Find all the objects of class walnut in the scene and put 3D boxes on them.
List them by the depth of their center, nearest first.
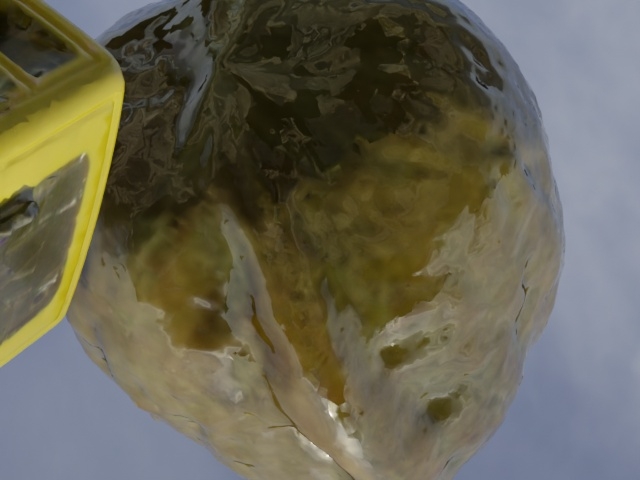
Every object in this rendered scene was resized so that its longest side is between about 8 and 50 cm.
[{"bbox_3d":[0.000,0.000,0.760,0.227,0.283,0.283,-14,-125,12],"label":"walnut"}]

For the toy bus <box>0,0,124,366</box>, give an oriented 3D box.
[{"bbox_3d":[-0.200,0.021,0.412,0.152,0.144,0.330,32,-143,15],"label":"toy bus"}]
